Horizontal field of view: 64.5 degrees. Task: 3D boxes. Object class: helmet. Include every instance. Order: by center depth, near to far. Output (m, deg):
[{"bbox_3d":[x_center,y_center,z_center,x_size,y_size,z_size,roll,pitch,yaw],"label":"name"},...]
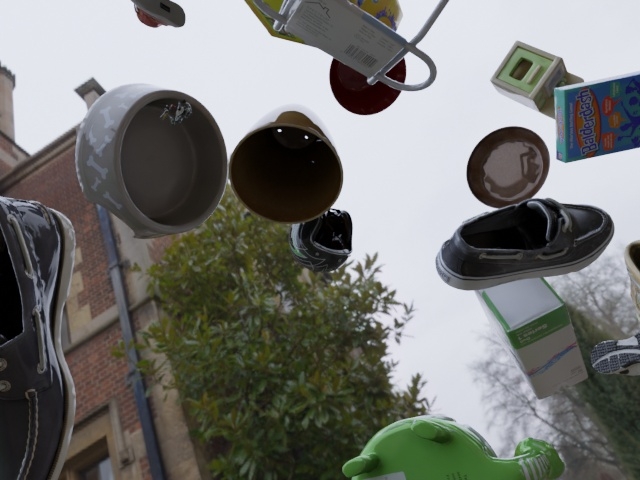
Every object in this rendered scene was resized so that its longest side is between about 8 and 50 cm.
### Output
[{"bbox_3d":[0.000,0.000,1.282,0.169,0.169,0.161,3,-94,-35],"label":"helmet"}]

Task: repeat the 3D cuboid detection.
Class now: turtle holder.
[{"bbox_3d":[0.217,0.405,0.878,0.320,0.243,0.227,-51,-31,8],"label":"turtle holder"}]

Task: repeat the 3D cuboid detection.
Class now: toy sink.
[{"bbox_3d":[0.702,-0.521,1.648,0.131,0.234,0.152,13,-66,-56],"label":"toy sink"}]

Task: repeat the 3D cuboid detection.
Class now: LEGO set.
[{"bbox_3d":[-0.260,-0.233,0.932,0.054,0.083,0.023,-53,-46,-4],"label":"LEGO set"}]

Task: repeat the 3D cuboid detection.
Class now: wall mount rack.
[{"bbox_3d":[0.075,-0.396,0.805,0.350,0.130,0.304,24,-20,-19],"label":"wall mount rack"}]

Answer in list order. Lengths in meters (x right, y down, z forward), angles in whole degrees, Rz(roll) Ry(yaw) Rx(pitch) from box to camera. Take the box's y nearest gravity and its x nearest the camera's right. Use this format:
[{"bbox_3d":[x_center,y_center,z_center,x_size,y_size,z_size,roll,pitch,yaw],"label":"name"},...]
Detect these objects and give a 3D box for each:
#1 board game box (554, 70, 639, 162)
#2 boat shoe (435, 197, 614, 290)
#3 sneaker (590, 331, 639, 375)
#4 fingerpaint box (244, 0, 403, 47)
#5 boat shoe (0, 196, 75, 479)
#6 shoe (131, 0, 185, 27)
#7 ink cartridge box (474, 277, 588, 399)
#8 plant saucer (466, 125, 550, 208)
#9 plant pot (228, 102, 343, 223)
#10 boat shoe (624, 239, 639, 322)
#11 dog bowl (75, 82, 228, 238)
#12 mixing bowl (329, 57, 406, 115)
[{"bbox_3d":[0.617,-0.267,1.091,0.210,0.047,0.160,-12,-68,2],"label":"board game box"},{"bbox_3d":[0.310,-0.013,0.727,0.301,0.108,0.102,-10,-35,-15],"label":"boat shoe"},{"bbox_3d":[0.318,0.107,0.485,0.044,0.040,0.109,14,-22,-19],"label":"sneaker"},{"bbox_3d":[-0.035,-0.645,1.226,0.163,0.371,0.445,-66,-24,-2],"label":"fingerpaint box"},{"bbox_3d":[-0.203,0.069,0.318,0.075,0.206,0.065,-8,-17,11],"label":"boat shoe"},{"bbox_3d":[-0.369,-0.495,1.063,0.178,0.081,0.063,5,-90,-67],"label":"shoe"},{"bbox_3d":[0.418,0.165,1.041,0.117,0.201,0.278,-30,-52,8],"label":"ink cartridge box"},{"bbox_3d":[0.445,-0.170,1.203,0.036,0.198,0.198,9,-53,-49],"label":"plant saucer"},{"bbox_3d":[-0.068,-0.203,1.142,0.237,0.254,0.237,1,-54,1],"label":"plant pot"},{"bbox_3d":[0.194,0.036,0.231,0.068,0.072,0.190,-34,4,5],"label":"boat shoe"},{"bbox_3d":[-0.344,-0.170,1.115,0.349,0.102,0.348,-15,-72,-53],"label":"dog bowl"},{"bbox_3d":[0.096,-0.389,1.175,0.181,0.098,0.181,-6,-64,-12],"label":"mixing bowl"}]
